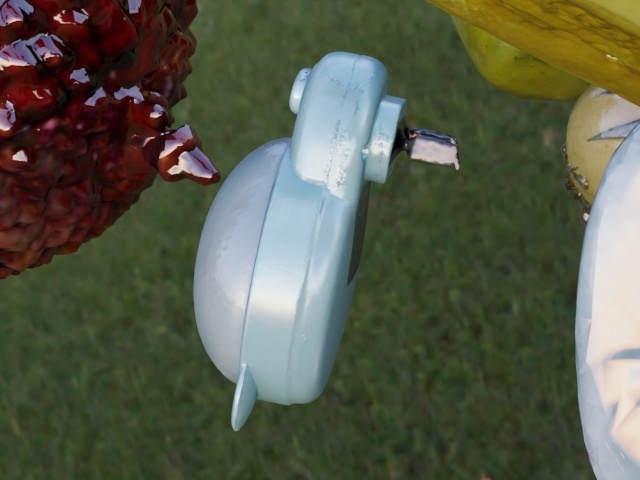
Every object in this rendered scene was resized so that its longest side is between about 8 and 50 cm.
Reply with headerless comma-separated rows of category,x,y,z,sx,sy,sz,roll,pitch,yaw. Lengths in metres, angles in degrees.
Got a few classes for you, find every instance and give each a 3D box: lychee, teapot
lychee,-0.293,-0.161,1.464,0.500,0.424,0.424,25,44,11
teapot,0.249,-0.034,1.198,0.173,0.182,0.269,11,-14,-20

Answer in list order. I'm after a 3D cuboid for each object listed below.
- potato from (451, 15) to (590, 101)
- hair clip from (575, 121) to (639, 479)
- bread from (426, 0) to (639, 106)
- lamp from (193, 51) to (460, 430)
potato,0.233,-0.235,1.315,0.304,0.216,0.216,-49,25,22
hair clip,0.244,-0.068,0.462,0.392,0.318,0.238,10,15,24
bread,0.229,-0.160,0.904,0.208,0.377,0.251,-63,12,-2
lamp,-0.012,-0.004,1.307,0.147,0.284,0.209,31,13,-1
